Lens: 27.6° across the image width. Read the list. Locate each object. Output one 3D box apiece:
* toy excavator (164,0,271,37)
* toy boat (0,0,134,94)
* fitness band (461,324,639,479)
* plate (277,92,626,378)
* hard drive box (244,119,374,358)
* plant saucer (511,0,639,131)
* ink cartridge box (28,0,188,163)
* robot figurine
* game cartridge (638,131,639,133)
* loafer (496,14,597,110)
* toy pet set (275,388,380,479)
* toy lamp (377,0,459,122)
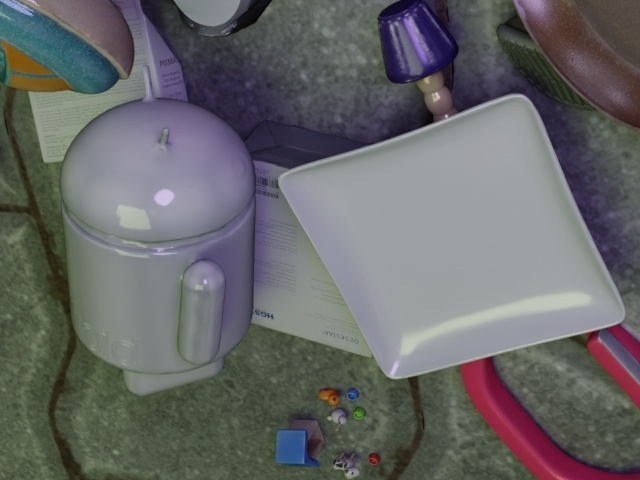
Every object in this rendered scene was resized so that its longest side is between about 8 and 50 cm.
[{"bbox_3d":[-0.063,-0.466,1.112,0.445,0.222,0.433,53,131,0],"label":"toy excavator"},{"bbox_3d":[-0.332,-0.210,1.338,0.268,0.148,0.318,27,170,-16],"label":"toy boat"},{"bbox_3d":[0.290,0.184,1.487,0.209,0.054,0.291,-30,105,41],"label":"fitness band"},{"bbox_3d":[0.136,-0.001,1.331,0.278,0.045,0.277,-17,116,25],"label":"plate"},{"bbox_3d":[0.000,0.000,1.471,0.181,0.089,0.232,16,128,16],"label":"hard drive box"},{"bbox_3d":[0.242,-0.229,0.996,0.310,0.050,0.310,47,154,32],"label":"plant saucer"},{"bbox_3d":[-0.253,-0.210,1.488,0.189,0.066,0.232,-4,100,29],"label":"ink cartridge box"},{"bbox_3d":[-0.168,-0.001,1.376,0.300,0.200,0.353,49,146,44],"label":"robot figurine"},{"bbox_3d":[0.475,-0.059,1.215,0.355,0.068,0.230,46,134,-10],"label":"game cartridge"},{"bbox_3d":[0.274,-0.171,1.199,0.251,0.087,0.094,24,163,41],"label":"loafer"},{"bbox_3d":[0.002,0.257,1.667,0.114,0.065,0.122,-4,120,28],"label":"toy pet set"},{"bbox_3d":[0.132,-0.117,1.333,0.080,0.080,0.274,-9,120,31],"label":"toy lamp"}]
